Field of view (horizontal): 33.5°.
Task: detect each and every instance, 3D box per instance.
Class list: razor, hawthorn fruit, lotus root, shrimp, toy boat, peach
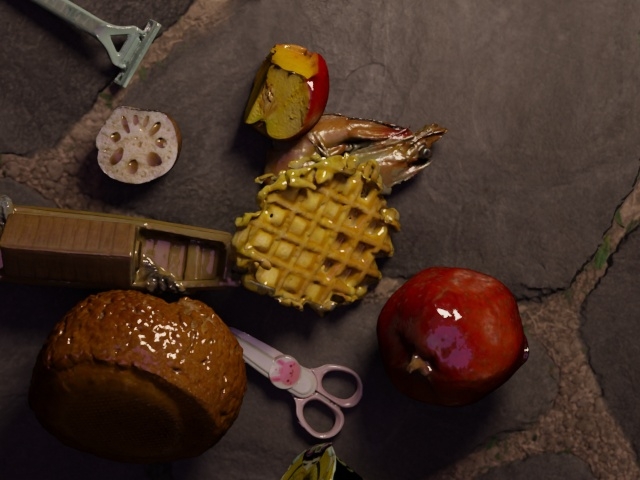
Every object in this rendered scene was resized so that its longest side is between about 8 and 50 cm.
[{"bbox_3d":[-0.384,-0.345,1.578,0.277,0.056,0.111,30,91,-5],"label":"razor"},{"bbox_3d":[0.179,0.147,1.546,0.215,0.249,0.215,14,119,27],"label":"hawthorn fruit"},{"bbox_3d":[-0.270,-0.141,1.584,0.122,0.081,0.113,8,93,-5],"label":"lotus root"},{"bbox_3d":[0.054,-0.131,1.622,0.294,0.062,0.154,-16,88,-2],"label":"shrimp"},{"bbox_3d":[-0.333,0.008,1.544,0.445,0.162,0.136,5,88,-6],"label":"toy boat"},{"bbox_3d":[-0.049,-0.217,1.581,0.151,0.118,0.151,3,96,35],"label":"peach"}]

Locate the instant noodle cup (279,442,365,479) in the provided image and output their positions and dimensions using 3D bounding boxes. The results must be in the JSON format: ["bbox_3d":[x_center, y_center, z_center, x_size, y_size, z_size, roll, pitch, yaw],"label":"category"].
[{"bbox_3d":[0.044,0.449,1.586,0.236,0.215,0.216,35,89,-14],"label":"instant noodle cup"}]

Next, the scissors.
[{"bbox_3d":[-0.052,0.203,1.639,0.242,0.030,0.118,35,88,-7],"label":"scissors"}]

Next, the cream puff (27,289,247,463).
[{"bbox_3d":[-0.252,0.185,1.521,0.302,0.212,0.303,3,134,3],"label":"cream puff"}]

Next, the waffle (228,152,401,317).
[{"bbox_3d":[0.002,0.001,1.557,0.280,0.060,0.262,-27,122,-22],"label":"waffle"}]
